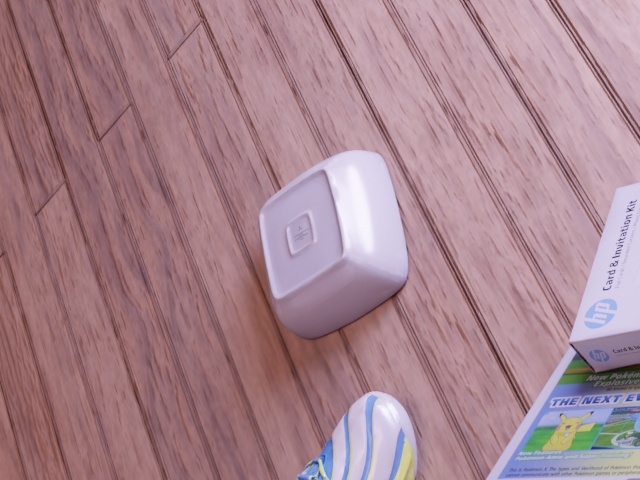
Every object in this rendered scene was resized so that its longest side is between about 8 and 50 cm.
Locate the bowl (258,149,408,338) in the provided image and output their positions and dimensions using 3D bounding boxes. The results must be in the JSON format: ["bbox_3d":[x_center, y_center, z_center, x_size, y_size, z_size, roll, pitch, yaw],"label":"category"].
[{"bbox_3d":[0.000,0.000,1.249,0.142,0.053,0.142,-33,56,37],"label":"bowl"}]

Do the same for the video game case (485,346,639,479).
[{"bbox_3d":[0.237,0.135,0.845,0.329,0.036,0.300,-10,29,44],"label":"video game case"}]

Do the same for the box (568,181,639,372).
[{"bbox_3d":[0.262,0.007,0.945,0.186,0.038,0.145,-16,38,43],"label":"box"}]

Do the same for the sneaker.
[{"bbox_3d":[-0.009,0.229,1.135,0.091,0.126,0.240,18,92,46],"label":"sneaker"}]
